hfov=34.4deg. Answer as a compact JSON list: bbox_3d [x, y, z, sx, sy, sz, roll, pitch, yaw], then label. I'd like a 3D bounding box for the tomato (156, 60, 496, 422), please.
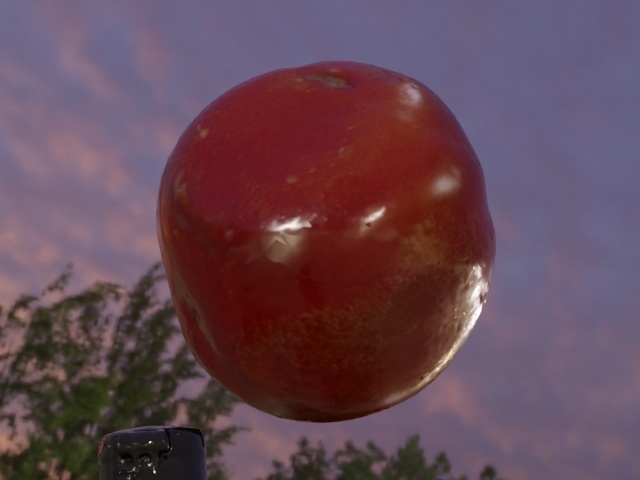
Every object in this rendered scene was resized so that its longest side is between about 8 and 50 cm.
[{"bbox_3d":[0.000,0.000,0.968,0.289,0.325,0.293,-23,-44,-23],"label":"tomato"}]

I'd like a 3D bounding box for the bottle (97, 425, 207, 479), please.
[{"bbox_3d":[-0.092,0.226,0.583,0.072,0.245,0.082,-4,-18,1],"label":"bottle"}]
